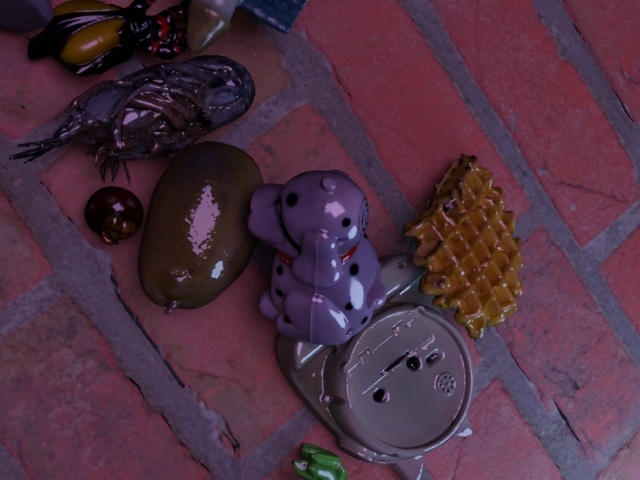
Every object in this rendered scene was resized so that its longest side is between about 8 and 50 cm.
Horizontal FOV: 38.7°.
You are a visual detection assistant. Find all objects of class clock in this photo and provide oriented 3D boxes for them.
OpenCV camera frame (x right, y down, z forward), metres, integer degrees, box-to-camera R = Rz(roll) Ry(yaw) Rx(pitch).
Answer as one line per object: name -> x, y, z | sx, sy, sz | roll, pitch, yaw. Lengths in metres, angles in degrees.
clock -> -0.002, 0.001, 1.214 | 0.189, 0.254, 0.189 | -3, 54, 4
clock -> 0.113, 0.203, 1.381 | 0.265, 0.108, 0.324 | -37, 99, -22

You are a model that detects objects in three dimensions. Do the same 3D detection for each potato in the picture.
potato -> -0.166, -0.012, 1.252 | 0.174, 0.159, 0.251 | 34, 65, -38

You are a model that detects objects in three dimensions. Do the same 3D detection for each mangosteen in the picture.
mangosteen -> -0.286, -0.035, 1.257 | 0.081, 0.081, 0.081 | 2, 84, -22

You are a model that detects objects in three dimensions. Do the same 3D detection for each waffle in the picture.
waffle -> 0.229, -0.003, 1.411 | 0.283, 0.065, 0.309 | 17, 60, -43

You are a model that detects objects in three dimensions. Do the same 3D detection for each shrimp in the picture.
shrimp -> -0.235, -0.178, 1.238 | 0.137, 0.172, 0.372 | 47, 53, 9

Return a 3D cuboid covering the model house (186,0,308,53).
model house -> -0.122, -0.397, 1.305 | 0.267, 0.194, 0.325 | 29, 78, -16

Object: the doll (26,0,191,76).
doll -> -0.287, -0.295, 1.281 | 0.249, 0.127, 0.088 | -11, 121, -19

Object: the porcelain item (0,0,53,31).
porcelain item -> -0.409, -0.495, 1.200 | 0.242, 0.178, 0.405 | 14, 77, -20

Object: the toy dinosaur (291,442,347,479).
toy dinosaur -> 0.012, 0.503, 1.297 | 0.500, 0.144, 0.374 | 28, 80, -13
